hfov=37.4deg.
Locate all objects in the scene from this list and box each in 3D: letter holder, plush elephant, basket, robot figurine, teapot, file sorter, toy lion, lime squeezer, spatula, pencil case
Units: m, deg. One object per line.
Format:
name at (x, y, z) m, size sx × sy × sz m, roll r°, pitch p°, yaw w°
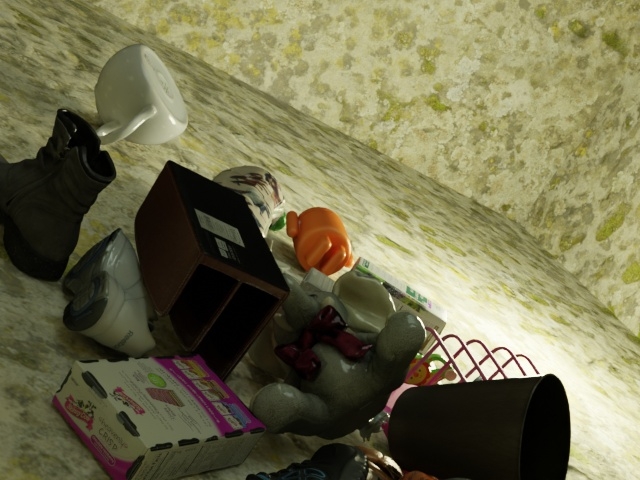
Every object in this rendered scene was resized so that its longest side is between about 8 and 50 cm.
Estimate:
letter holder at (-0.200, 0.054, 1.446) m, size 0.152 × 0.214 × 0.302 m, roll 26°, pitch 18°, yaw -30°
plush elephant at (0.002, 0.160, 1.468) m, size 0.255 × 0.272 × 0.330 m, roll 57°, pitch -3°, yaw 27°
basket at (0.225, 0.284, 1.373) m, size 0.227 × 0.204 × 0.154 m, roll 0°, pitch -13°, yaw 40°
robot figurine at (-0.001, -0.002, 2.162) m, size 0.158 × 0.128 × 0.219 m, roll -3°, pitch 23°, yaw -6°
teapot at (-0.437, -0.315, 2.188) m, size 0.252 × 0.187 × 0.256 m, roll 67°, pitch 9°, yaw 16°
file sorter at (0.259, 0.286, 1.634) m, size 0.290 × 0.182 × 0.202 m, roll 18°, pitch 33°, yaw -41°
toy lion at (0.201, 0.255, 1.845) m, size 0.096 × 0.100 × 0.034 m, roll 48°, pitch 13°, yaw -19°
lime squeezer at (-0.133, -0.081, 2.254) m, size 0.110 × 0.059 × 0.310 m, roll 41°, pitch 8°, yaw -27°
spatula at (-0.060, 0.082, 1.932) m, size 0.242 × 0.019 × 0.168 m, roll 25°, pitch 9°, yaw 19°
pencil case at (-0.168, -0.039, 1.891) m, size 0.183 × 0.160 × 0.410 m, roll 19°, pitch 16°, yaw -1°

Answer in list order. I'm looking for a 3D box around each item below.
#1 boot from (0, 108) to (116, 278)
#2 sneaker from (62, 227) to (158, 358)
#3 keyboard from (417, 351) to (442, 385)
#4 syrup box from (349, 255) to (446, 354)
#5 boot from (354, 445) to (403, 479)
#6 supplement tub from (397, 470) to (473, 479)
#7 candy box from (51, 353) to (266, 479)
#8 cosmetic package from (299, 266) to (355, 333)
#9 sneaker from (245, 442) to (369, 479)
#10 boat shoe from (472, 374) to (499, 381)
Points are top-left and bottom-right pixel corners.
boot at (-0.441, -0.117, 1.490) m, size 0.338 × 0.223 × 0.118 m, roll 43°, pitch 19°, yaw 32°
sneaker at (-0.308, 0.084, 1.420) m, size 0.129 × 0.111 × 0.297 m, roll 45°, pitch 13°, yaw -24°
keyboard at (0.101, 0.199, 1.942) m, size 0.317 × 0.033 × 0.201 m, roll 29°, pitch 17°, yaw -15°
syrup box at (0.160, 0.143, 2.099) m, size 0.237 × 0.096 × 0.093 m, roll 31°, pitch 15°, yaw 0°
boot at (0.114, 0.375, 1.373) m, size 0.197 × 0.073 × 0.152 m, roll 40°, pitch 8°, yaw 0°
supplement tub at (0.224, 0.426, 1.195) m, size 0.316 × 0.193 × 0.193 m, roll 30°, pitch 16°, yaw -13°
candy box at (-0.201, 0.224, 1.210) m, size 0.159 × 0.071 × 0.233 m, roll 42°, pitch 18°, yaw 29°
cosmetic package at (0.046, 0.169, 1.751) m, size 0.238 × 0.127 × 0.107 m, roll 31°, pitch 15°, yaw 1°
sneaker at (-0.034, 0.317, 1.160) m, size 0.139 × 0.125 × 0.341 m, roll 29°, pitch 13°, yaw 6°
boat shoe at (0.379, 0.320, 2.042) m, size 0.083 × 0.065 × 0.183 m, roll 41°, pitch 18°, yaw 22°
